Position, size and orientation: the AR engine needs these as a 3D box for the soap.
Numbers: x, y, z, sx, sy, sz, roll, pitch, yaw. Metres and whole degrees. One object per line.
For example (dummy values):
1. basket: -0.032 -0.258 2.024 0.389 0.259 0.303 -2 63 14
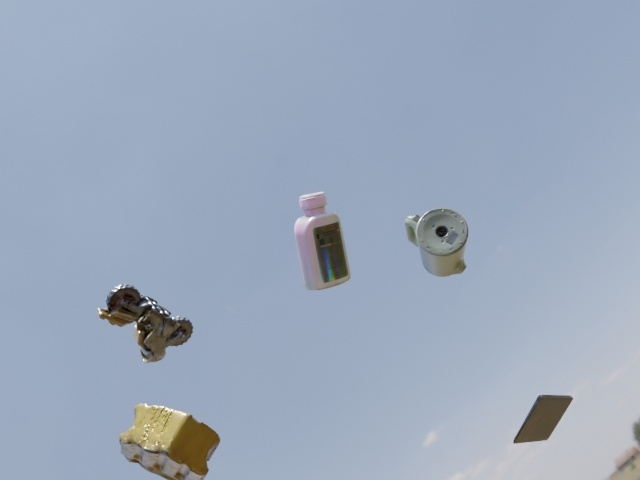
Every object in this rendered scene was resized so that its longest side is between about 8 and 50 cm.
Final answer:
1. soap: -0.262 0.354 1.306 0.257 0.160 0.080 120 173 -62

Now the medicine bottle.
1. medicine bottle: 0.000 0.000 1.747 0.115 0.078 0.219 -16 -81 -39

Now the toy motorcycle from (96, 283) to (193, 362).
1. toy motorcycle: -0.375 0.185 1.596 0.130 0.094 0.229 -48 -48 1

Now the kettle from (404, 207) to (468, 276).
1. kettle: 0.226 0.007 1.484 0.127 0.098 0.148 3 -20 10

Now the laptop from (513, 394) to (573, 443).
1. laptop: 0.537 0.430 1.826 0.197 0.016 0.135 15 -75 -49
